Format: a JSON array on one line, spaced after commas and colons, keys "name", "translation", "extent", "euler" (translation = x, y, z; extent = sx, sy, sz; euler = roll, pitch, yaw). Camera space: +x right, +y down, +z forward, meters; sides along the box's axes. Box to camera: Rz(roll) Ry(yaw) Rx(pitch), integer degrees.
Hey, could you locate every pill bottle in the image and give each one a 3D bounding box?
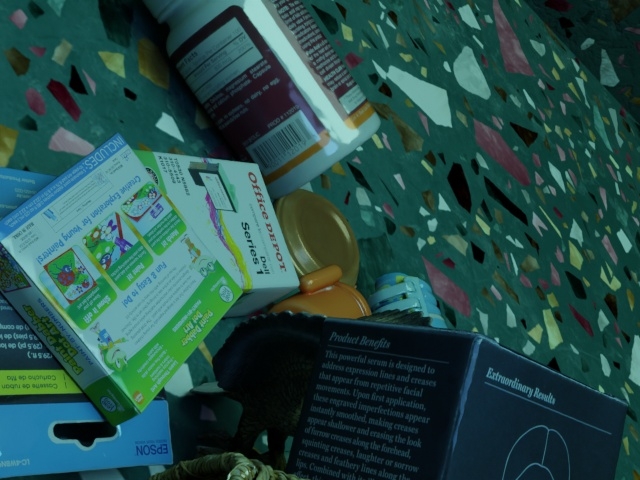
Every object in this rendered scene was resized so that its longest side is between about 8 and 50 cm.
[{"name": "pill bottle", "translation": [-0.100, -0.281, 1.614], "extent": [0.392, 0.224, 0.224], "euler": [56, 33, -8]}]

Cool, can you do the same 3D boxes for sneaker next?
[{"name": "sneaker", "translation": [0.115, 0.160, 1.655], "extent": [0.319, 0.127, 0.208], "euler": [-9, 74, -65]}]

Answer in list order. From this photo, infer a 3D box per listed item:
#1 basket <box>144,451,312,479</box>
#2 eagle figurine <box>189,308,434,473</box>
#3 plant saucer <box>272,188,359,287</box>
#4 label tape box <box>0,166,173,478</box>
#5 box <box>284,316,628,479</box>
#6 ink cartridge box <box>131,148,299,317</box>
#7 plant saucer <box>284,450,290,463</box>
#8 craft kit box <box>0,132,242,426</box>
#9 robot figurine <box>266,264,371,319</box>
[{"name": "basket", "translation": [-0.157, 0.308, 0.949], "extent": [0.223, 0.299, 0.214], "euler": [27, 45, -41]}, {"name": "eagle figurine", "translation": [-0.024, 0.177, 1.259], "extent": [0.225, 0.298, 0.226], "euler": [25, 20, -9]}, {"name": "plant saucer", "translation": [0.000, 0.000, 1.700], "extent": [0.200, 0.037, 0.200], "euler": [32, 43, -36]}, {"name": "label tape box", "translation": [-0.314, 0.097, 1.142], "extent": [0.249, 0.115, 0.348], "euler": [8, 61, -50]}, {"name": "box", "translation": [0.121, 0.309, 1.056], "extent": [0.293, 0.212, 0.396], "euler": [26, 74, -41]}, {"name": "ink cartridge box", "translation": [-0.179, -0.004, 1.390], "extent": [0.278, 0.117, 0.201], "euler": [1, 64, -53]}, {"name": "plant saucer", "translation": [-0.029, 0.343, 1.411], "extent": [0.119, 0.021, 0.119], "euler": [33, 41, -35]}, {"name": "craft kit box", "translation": [-0.227, 0.035, 1.150], "extent": [0.247, 0.061, 0.250], "euler": [51, 36, -9]}, {"name": "robot figurine", "translation": [-0.003, 0.129, 1.509], "extent": [0.158, 0.128, 0.219], "euler": [62, 30, 3]}]
